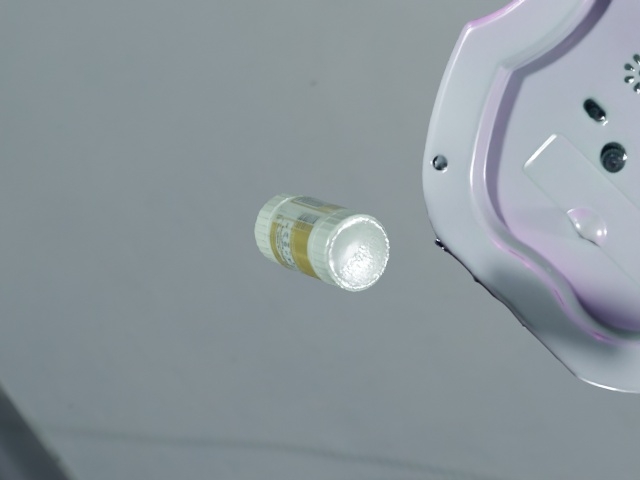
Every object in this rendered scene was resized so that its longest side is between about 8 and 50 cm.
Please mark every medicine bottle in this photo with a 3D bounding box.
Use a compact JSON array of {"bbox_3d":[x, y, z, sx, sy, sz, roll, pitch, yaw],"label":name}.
[{"bbox_3d":[0.000,0.000,1.120,0.083,0.047,0.047,18,121,56],"label":"medicine bottle"}]

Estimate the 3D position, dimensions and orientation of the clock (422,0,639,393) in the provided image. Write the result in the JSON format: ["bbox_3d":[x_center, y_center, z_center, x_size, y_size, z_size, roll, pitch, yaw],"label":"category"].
[{"bbox_3d":[0.240,-0.065,1.275,0.338,0.102,0.339,2,98,15],"label":"clock"}]
